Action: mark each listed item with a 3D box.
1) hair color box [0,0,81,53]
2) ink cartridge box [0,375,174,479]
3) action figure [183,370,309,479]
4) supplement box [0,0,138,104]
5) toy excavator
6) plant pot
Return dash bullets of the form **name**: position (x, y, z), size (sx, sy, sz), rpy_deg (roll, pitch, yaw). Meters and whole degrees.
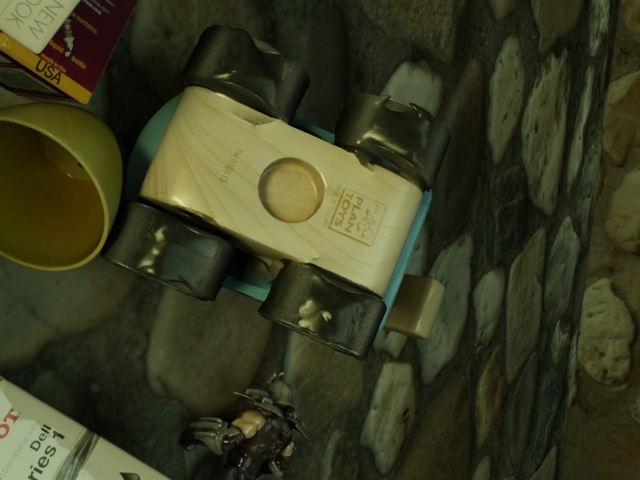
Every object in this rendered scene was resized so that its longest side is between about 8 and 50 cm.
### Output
- **hair color box**: position (-0.225, -0.275, 0.327), size (0.339, 0.110, 0.185), rpy_deg (36, 102, -33)
- **ink cartridge box**: position (-0.240, 0.230, 0.585), size (0.219, 0.092, 0.160), rpy_deg (45, 60, -32)
- **action figure**: position (-0.105, 0.288, 0.846), size (0.185, 0.099, 0.285), rpy_deg (44, 63, -43)
- **supplement box**: position (-0.196, -0.208, 0.533), size (0.081, 0.104, 0.188), rpy_deg (35, 74, -52)
- **toy excavator**: position (0.000, 0.000, 0.793), size (0.433, 0.445, 0.222), rpy_deg (23, 82, -10)
- **plant pot**: position (-0.213, -0.057, 0.561), size (0.095, 0.134, 0.134), rpy_deg (-70, 153, -53)
